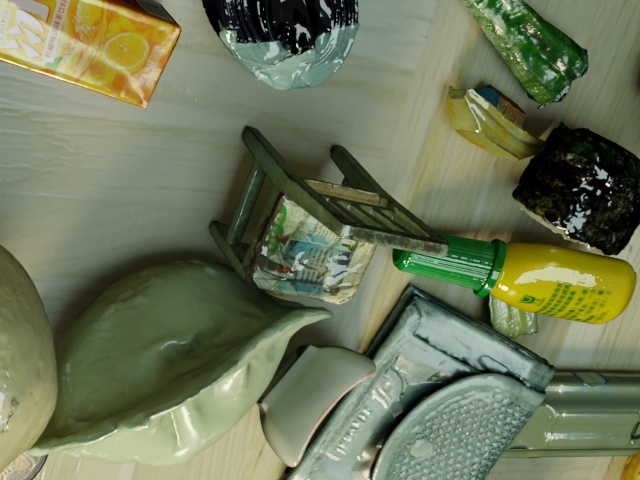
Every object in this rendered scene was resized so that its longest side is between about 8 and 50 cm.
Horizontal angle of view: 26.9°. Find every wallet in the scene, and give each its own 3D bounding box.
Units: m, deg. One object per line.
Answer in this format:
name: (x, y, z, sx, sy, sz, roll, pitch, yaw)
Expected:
wallet: (0.122, 0.253, 1.712, 0.237, 0.075, 0.342, 30, 102, -17)

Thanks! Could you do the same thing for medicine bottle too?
medicine bottle: (0.237, 0.040, 1.645, 0.309, 0.076, 0.111, 11, 137, -17)

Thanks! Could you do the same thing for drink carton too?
drink carton: (-0.258, -0.212, 1.298, 0.223, 0.071, 0.096, 17, 111, -32)

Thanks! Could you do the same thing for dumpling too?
dumpling: (-0.176, 0.132, 1.463, 0.321, 0.212, 0.270, -51, 163, -1)

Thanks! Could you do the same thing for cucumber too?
cucumber: (0.241, 0.075, 1.723, 0.067, 0.035, 0.107, -14, 114, -11)

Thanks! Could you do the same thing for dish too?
dish: (-0.020, 0.179, 1.572, 0.077, 0.212, 0.151, 40, 83, -1)

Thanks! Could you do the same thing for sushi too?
sushi: (0.324, -0.060, 1.603, 0.127, 0.124, 0.225, -58, 151, 8)

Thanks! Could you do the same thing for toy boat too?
toy boat: (0.212, -0.137, 1.573, 0.172, 0.065, 0.066, 27, 80, -39)

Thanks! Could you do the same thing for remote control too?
remote control: (0.328, 0.245, 1.843, 0.335, 0.065, 0.128, 4, 118, -27)

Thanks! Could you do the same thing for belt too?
belt: (-0.043, -0.246, 1.377, 0.151, 0.078, 0.198, -31, 128, -9)

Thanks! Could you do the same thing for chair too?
chair: (0.000, 0.000, 1.419, 0.136, 0.270, 0.147, 10, 112, -31)

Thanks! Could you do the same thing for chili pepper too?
chili pepper: (0.208, -0.242, 1.513, 0.227, 0.059, 0.088, 34, 104, -34)

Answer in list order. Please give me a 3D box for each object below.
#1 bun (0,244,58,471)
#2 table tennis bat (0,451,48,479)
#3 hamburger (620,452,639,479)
bun: (-0.439, 0.103, 1.296, 0.362, 0.234, 0.326, -4, 104, -2)
table tennis bat: (-0.401, 0.211, 1.504, 0.150, 0.027, 0.236, -34, 129, -4)
hamburger: (0.576, 0.395, 1.931, 0.287, 0.268, 0.445, 6, 120, -23)
